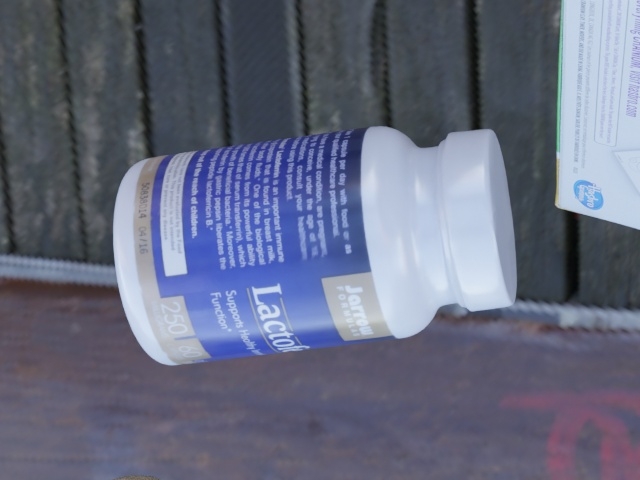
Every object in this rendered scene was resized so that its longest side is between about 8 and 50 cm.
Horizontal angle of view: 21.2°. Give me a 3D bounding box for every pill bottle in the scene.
[{"bbox_3d":[0.000,0.000,1.210,0.265,0.153,0.153,-8,106,13],"label":"pill bottle"}]

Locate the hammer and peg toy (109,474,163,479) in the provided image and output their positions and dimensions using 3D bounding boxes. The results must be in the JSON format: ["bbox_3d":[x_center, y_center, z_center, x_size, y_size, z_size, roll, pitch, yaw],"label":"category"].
[{"bbox_3d":[-0.143,0.216,0.392,0.361,0.266,0.127,-22,134,-6],"label":"hammer and peg toy"}]

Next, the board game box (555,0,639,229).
[{"bbox_3d":[0.266,-0.050,0.764,0.317,0.064,0.242,17,158,13],"label":"board game box"}]
